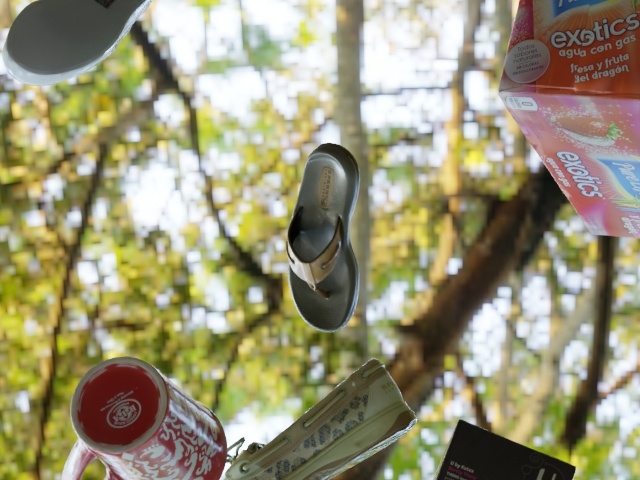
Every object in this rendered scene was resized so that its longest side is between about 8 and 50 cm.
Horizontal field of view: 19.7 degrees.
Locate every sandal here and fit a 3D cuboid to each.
[{"bbox_3d":[0.000,0.000,2.076,0.090,0.219,0.060,16,-158,24],"label":"sandal"}]

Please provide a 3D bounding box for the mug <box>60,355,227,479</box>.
[{"bbox_3d":[-0.169,0.191,1.697,0.113,0.169,0.150,23,-105,20],"label":"mug"}]

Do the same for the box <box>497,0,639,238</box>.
[{"bbox_3d":[0.225,-0.100,1.272,0.123,0.257,0.128,6,-109,25],"label":"box"}]

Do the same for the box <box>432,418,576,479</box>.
[{"bbox_3d":[0.158,0.359,1.985,0.143,0.165,0.270,22,-116,5],"label":"box"}]

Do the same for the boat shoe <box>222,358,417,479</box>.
[{"bbox_3d":[-0.033,0.235,2.036,0.285,0.089,0.104,-30,169,5],"label":"boat shoe"}]

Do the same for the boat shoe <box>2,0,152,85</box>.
[{"bbox_3d":[-0.249,-0.217,1.922,0.095,0.084,0.258,41,-138,5],"label":"boat shoe"}]
